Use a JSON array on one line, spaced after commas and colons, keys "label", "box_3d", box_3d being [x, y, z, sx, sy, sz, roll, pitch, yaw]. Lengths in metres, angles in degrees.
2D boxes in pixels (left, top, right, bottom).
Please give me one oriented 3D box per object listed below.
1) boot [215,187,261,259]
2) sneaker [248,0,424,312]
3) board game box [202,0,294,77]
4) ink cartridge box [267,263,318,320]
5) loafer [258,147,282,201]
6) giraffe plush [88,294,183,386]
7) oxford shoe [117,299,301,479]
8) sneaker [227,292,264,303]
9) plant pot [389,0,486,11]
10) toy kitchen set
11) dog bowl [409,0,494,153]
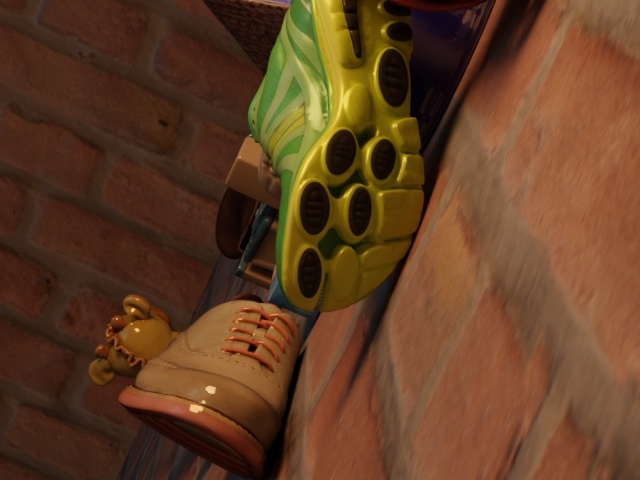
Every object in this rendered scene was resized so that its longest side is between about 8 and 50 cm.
[{"label": "boot", "box_3d": [-0.100, -0.035, 2.744, 0.248, 0.090, 0.207, -58, 6, 30]}, {"label": "sneaker", "box_3d": [0.010, -0.074, 1.464, 0.123, 0.109, 0.295, -36, 42, 53]}, {"label": "board game box", "box_3d": [0.000, -0.364, 2.393, 0.232, 0.141, 0.291, 47, -118, -56]}, {"label": "ink cartridge box", "box_3d": [0.000, 0.000, 1.805, 0.088, 0.052, 0.122, -79, 13, -67]}, {"label": "loafer", "box_3d": [0.039, -0.165, 1.915, 0.319, 0.112, 0.111, -53, 6, 32]}, {"label": "giraffe plush", "box_3d": [-0.192, 0.147, 2.395, 0.210, 0.170, 0.181, 167, 127, -83]}, {"label": "oxford shoe", "box_3d": [-0.088, 0.116, 1.725, 0.146, 0.140, 0.397, -59, 7, -2]}, {"label": "sneaker", "box_3d": [-0.122, 0.156, 2.227, 0.086, 0.064, 0.192, -43, 26, 64]}, {"label": "plant pot", "box_3d": [0.092, -0.271, 1.396, 0.174, 0.191, 0.191, 110, -177, -79]}, {"label": "toy kitchen set", "box_3d": [-0.046, -0.062, 2.155, 0.207, 0.122, 0.166, 121, 172, -49]}, {"label": "dog bowl", "box_3d": [0.066, -0.179, 1.671, 0.265, 0.104, 0.265, -156, 90, -84]}]
